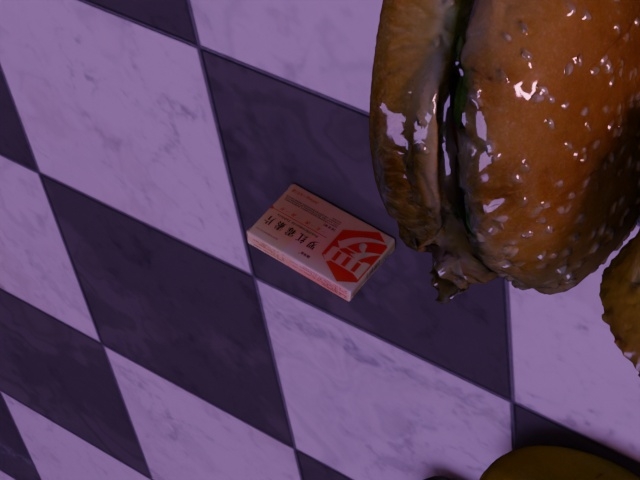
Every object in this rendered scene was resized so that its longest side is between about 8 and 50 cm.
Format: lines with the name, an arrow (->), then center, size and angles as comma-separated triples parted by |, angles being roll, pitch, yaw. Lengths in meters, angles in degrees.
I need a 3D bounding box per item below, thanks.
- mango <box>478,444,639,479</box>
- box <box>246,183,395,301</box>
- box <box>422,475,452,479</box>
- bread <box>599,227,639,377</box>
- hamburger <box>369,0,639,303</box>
mango -> 0.191, 0.211, 1.127 | 0.191, 0.085, 0.122 | 19, 146, 33
box -> 0.000, 0.000, 1.105 | 0.093, 0.058, 0.015 | 29, 149, 22
box -> 0.114, 0.314, 1.309 | 0.148, 0.129, 0.210 | 27, 148, 27
bread -> 0.268, 0.048, 0.733 | 0.257, 0.186, 0.124 | 40, 134, -4
hamburger -> 0.102, -0.083, 0.757 | 0.122, 0.189, 0.215 | 12, 138, 27
